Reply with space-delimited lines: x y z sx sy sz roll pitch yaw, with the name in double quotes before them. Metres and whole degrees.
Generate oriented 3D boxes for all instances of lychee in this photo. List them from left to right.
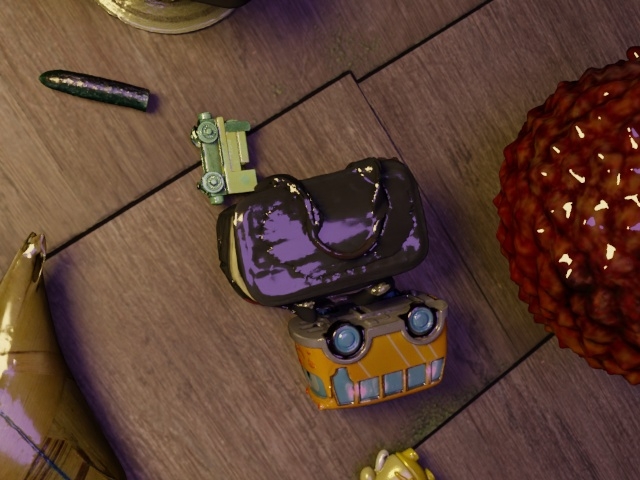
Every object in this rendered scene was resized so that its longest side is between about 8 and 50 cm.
"lychee" 0.443 -0.063 0.829 0.424 0.424 0.500 11 85 -16

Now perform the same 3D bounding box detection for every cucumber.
"cucumber" -0.283 -0.191 0.809 0.133 0.032 0.032 11 86 -15

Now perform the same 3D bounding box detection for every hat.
"hat" -0.191 -0.394 0.798 0.251 0.110 0.252 0 89 -16

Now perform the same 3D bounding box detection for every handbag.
"handbag" 0.000 0.000 0.814 0.254 0.181 0.181 -14 93 -16

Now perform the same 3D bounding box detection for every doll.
"doll" 0.085 0.364 0.899 0.162 0.062 0.106 -39 96 -12

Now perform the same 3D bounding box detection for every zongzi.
"zongzi" -0.298 0.177 0.759 0.260 0.123 0.289 33 77 -18

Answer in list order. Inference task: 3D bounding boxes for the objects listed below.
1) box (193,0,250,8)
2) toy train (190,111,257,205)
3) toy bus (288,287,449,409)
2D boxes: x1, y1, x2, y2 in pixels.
"box" -0.185 -0.415 0.708 0.288 0.073 0.290 11 78 -6
"toy train" -0.127 -0.108 0.847 0.081 0.050 0.122 -8 91 -21
"toy bus" 0.067 0.147 0.866 0.209 0.126 0.136 -11 101 -17
